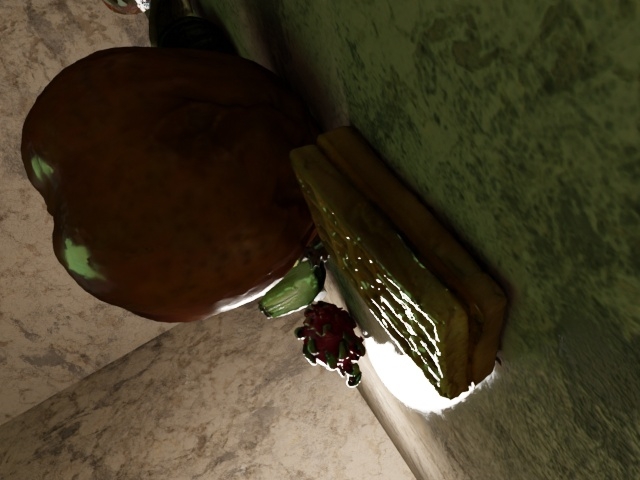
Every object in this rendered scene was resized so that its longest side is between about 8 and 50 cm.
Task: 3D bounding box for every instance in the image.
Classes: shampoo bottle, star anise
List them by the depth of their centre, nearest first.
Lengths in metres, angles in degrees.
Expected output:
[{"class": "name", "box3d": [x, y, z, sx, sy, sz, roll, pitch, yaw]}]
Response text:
[{"class": "star anise", "box3d": [0.000, 0.000, 1.127, 0.227, 0.148, 0.218, -38, 45, 55]}, {"class": "shampoo bottle", "box3d": [-0.049, 0.136, 1.960, 0.207, 0.057, 0.063, 53, 170, 35]}]

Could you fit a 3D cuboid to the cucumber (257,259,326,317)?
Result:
[{"class": "cucumber", "box3d": [-0.067, 0.152, 1.671, 0.105, 0.145, 0.325, 43, 139, -12]}]

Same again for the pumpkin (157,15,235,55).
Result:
[{"class": "pumpkin", "box3d": [-0.272, -0.388, 1.160, 0.220, 0.162, 0.220, 54, 165, 21]}]

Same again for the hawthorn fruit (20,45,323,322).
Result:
[{"class": "hawthorn fruit", "box3d": [-0.206, -0.098, 0.834, 0.471, 0.472, 0.471, 58, 171, 14]}]

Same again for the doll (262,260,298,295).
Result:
[{"class": "doll", "box3d": [-0.150, 0.080, 1.880, 0.177, 0.161, 0.260, 15, 123, 29]}]

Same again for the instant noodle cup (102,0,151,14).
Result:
[{"class": "instant noodle cup", "box3d": [-0.487, -0.685, 1.215, 0.242, 0.243, 0.231, 57, 177, 20]}]

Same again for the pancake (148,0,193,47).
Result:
[{"class": "pancake", "box3d": [-0.356, -0.509, 1.240, 0.212, 0.029, 0.235, -55, -32, -68]}]

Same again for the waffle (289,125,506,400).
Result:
[{"class": "waffle", "box3d": [0.090, 0.024, 0.650, 0.327, 0.098, 0.224, 55, 172, 36]}]

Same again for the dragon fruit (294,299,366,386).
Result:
[{"class": "dragon fruit", "box3d": [0.049, 0.318, 1.632, 0.273, 0.198, 0.218, 38, 172, -29]}]
